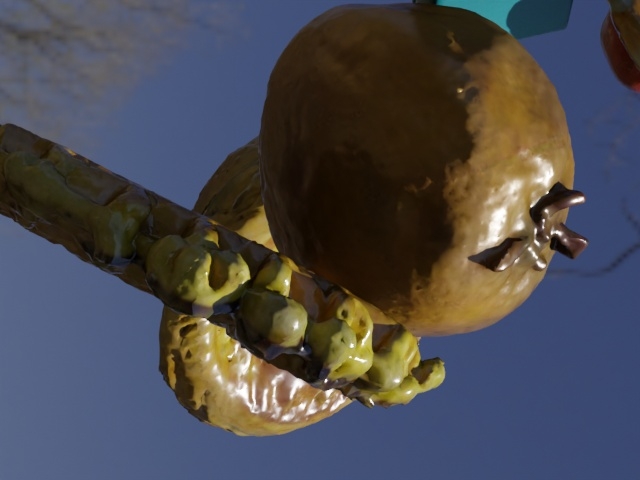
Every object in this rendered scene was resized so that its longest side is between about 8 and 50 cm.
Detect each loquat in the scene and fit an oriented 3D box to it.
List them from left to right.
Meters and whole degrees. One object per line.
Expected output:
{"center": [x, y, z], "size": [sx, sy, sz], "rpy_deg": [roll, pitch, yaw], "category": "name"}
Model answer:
{"center": [0.056, -0.045, 1.155], "size": [0.238, 0.193, 0.238], "rpy_deg": [17, -67, 44], "category": "loquat"}

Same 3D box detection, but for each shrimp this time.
{"center": [0.257, -0.153, 1.305], "size": [0.049, 0.161, 0.166], "rpy_deg": [-40, -98, 32], "category": "shrimp"}

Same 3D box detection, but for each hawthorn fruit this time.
{"center": [0.363, -0.213, 1.908], "size": [0.128, 0.128, 0.128], "rpy_deg": [179, -90, -66], "category": "hawthorn fruit"}

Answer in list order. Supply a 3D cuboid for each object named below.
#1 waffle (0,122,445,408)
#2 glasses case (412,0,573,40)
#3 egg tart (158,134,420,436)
{"center": [-0.074, 0.014, 1.020], "size": [0.058, 0.301, 0.281], "rpy_deg": [-62, 165, -4], "category": "waffle"}
{"center": [0.125, -0.255, 1.167], "size": [0.301, 0.117, 0.070], "rpy_deg": [98, -27, -52], "category": "glasses case"}
{"center": [0.000, 0.000, 1.809], "size": [0.178, 0.443, 0.443], "rpy_deg": [44, -47, 32], "category": "egg tart"}
